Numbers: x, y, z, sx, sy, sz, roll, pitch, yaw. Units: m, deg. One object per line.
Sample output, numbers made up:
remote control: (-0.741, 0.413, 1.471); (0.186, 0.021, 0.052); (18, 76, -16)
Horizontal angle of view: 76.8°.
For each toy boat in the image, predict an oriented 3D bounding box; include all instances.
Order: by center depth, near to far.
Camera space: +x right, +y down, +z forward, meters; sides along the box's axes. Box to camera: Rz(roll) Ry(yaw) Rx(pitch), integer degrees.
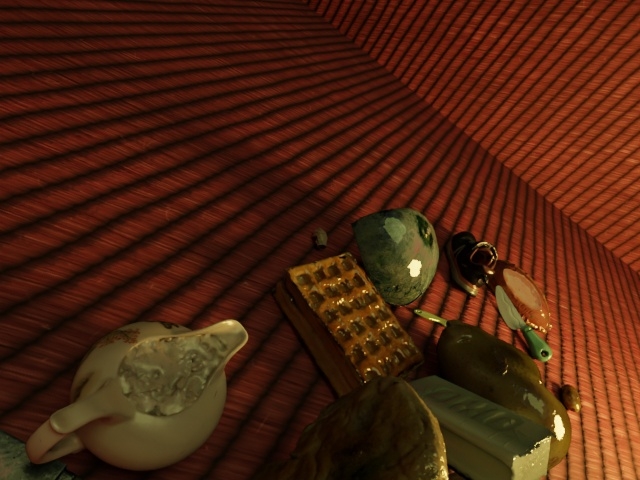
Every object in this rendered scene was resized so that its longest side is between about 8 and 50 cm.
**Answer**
toy boat: (0.655, 0.173, 1.346); (0.141, 0.099, 0.318); (-37, 74, -9)

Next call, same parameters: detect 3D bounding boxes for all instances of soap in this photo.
soap: (0.262, 0.337, 0.727); (0.150, 0.262, 0.094); (-4, 99, -36)

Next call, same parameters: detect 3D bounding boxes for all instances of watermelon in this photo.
watermelon: (0.225, 0.045, 1.019); (0.322, 0.175, 0.188); (14, 46, -45)

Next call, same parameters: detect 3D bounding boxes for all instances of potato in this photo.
potato: (0.374, 0.320, 0.884); (0.218, 0.202, 0.351); (12, 34, -40)
potato: (0.712, 0.446, 1.147); (0.051, 0.040, 0.083); (29, 37, -3)

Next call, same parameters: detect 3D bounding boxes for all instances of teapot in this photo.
teapot: (-0.232, 0.204, 0.551); (0.204, 0.139, 0.298); (49, 33, 8)

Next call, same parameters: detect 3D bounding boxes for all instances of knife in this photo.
knife: (0.334, 0.222, 1.096); (0.207, 0.014, 0.030); (21, 39, -21)
knife: (0.616, 0.259, 1.261); (0.260, 0.063, 0.034); (60, 0, 29)

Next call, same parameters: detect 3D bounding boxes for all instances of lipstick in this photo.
lipstick: (-0.270, 0.321, 0.480); (0.312, 0.051, 0.051); (33, 36, -7)

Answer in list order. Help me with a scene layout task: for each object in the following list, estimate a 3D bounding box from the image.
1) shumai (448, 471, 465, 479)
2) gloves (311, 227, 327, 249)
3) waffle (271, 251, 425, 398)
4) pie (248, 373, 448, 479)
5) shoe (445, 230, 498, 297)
shumai: (0.258, 0.490, 0.674); (0.201, 0.201, 0.120); (67, 6, 32)
gloves: (0.002, -0.002, 1.049); (0.044, 0.037, 0.081); (50, 11, -52)
waffle: (0.059, 0.181, 0.858); (0.213, 0.091, 0.308); (-13, 59, -45)
pie: (0.019, 0.306, 0.498); (0.075, 0.338, 0.337); (54, 35, -13)
shoe: (0.493, 0.046, 1.305); (0.114, 0.137, 0.290); (30, 37, -11)
